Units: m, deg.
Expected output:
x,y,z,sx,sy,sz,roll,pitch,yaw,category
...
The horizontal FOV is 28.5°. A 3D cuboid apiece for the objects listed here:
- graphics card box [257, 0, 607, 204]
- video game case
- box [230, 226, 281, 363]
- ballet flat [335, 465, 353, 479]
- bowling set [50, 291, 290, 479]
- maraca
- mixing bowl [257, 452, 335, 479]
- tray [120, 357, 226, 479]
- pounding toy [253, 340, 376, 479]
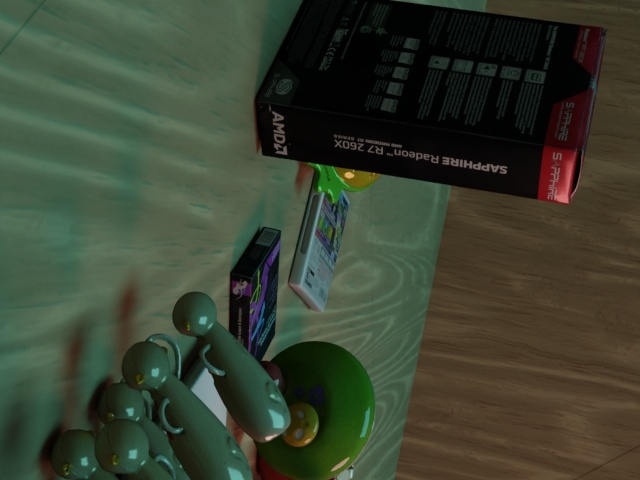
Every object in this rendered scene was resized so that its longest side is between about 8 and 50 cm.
x,y,z,sx,sy,sz,roll,pitch,yaw,category
0.133,-0.175,1.478,0.094,0.371,0.232,88,16,-47,graphics card box
0.000,0.000,1.869,0.201,0.023,0.183,55,47,-73,video game case
-0.080,0.081,1.544,0.116,0.029,0.162,-62,161,-55,box
0.023,0.417,2.255,0.206,0.067,0.073,12,89,-79,ballet flat
-0.164,0.180,1.061,0.154,0.200,0.287,56,18,-7,bowling set
0.036,-0.124,1.745,0.186,0.099,0.127,-37,111,-48,maraca
-0.031,0.303,1.812,0.181,0.098,0.181,12,90,-78,mixing bowl
-0.153,0.219,1.320,0.270,0.030,0.145,-59,156,-59,tray
-0.042,0.236,1.595,0.110,0.183,0.236,26,78,-56,pounding toy
